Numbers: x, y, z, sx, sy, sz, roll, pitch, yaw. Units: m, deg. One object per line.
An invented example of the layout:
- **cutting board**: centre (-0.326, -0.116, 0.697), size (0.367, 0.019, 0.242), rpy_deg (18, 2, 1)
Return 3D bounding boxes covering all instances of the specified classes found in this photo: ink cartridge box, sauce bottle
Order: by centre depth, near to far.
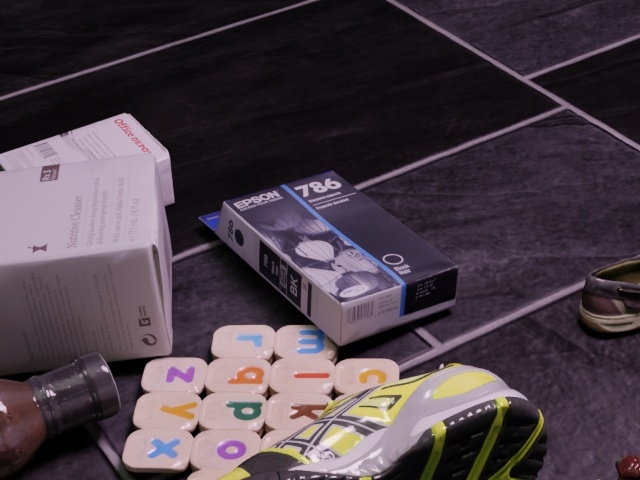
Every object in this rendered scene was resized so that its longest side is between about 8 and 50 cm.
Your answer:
- **sauce bottle**: centre (-0.366, 0.203, 1.331), size (0.344, 0.111, 0.111), rpy_deg (-20, 38, -22)
- **ink cartridge box**: centre (0.000, 0.000, 1.612), size (0.165, 0.065, 0.332), rpy_deg (-18, 35, -29)
- **ink cartridge box**: centre (-0.305, -0.079, 1.753), size (0.190, 0.082, 0.139), rpy_deg (-20, 39, -24)

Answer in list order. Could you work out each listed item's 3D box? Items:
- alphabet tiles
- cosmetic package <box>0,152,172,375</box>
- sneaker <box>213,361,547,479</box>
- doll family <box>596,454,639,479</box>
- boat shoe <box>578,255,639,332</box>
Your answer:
- **alphabet tiles**: centre (-0.057, 0.184, 1.409), size (0.278, 0.021, 0.284), rpy_deg (-1, 35, 4)
- **cosmetic package**: centre (-0.364, 0.035, 1.522), size (0.385, 0.156, 0.217), rpy_deg (-7, 32, -4)
- **sneaker**: centre (0.014, 0.227, 1.251), size (0.384, 0.145, 0.147), rpy_deg (-17, 24, -13)
- **doll family**: centre (0.272, 0.267, 1.181), size (0.076, 0.111, 0.193), rpy_deg (-10, 36, -9)
- **boat shoe**: centre (0.395, 0.042, 1.525), size (0.223, 0.073, 0.080), rpy_deg (-15, 37, -15)
